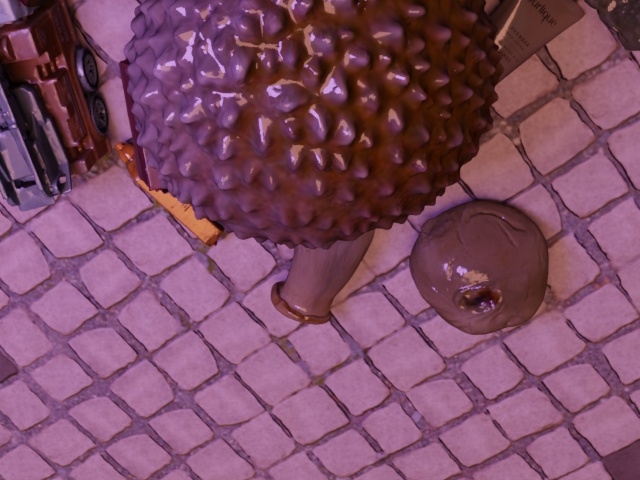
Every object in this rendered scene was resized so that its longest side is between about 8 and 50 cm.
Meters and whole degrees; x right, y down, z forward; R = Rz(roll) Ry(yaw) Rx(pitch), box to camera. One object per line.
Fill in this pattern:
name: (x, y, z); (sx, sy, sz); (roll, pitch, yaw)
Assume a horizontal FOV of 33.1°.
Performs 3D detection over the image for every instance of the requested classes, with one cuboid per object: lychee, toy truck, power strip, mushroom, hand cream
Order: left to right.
toy truck: (-0.351, -0.213, 1.190); (0.132, 0.184, 0.338); (-9, 117, 10)
power strip: (-0.186, -0.060, 1.337); (0.028, 0.049, 0.178); (-42, 108, 17)
lychee: (-0.008, -0.175, 1.057); (0.380, 0.432, 0.381); (-1, 76, 2)
mushroom: (0.010, -0.003, 1.327); (0.108, 0.096, 0.247); (-1, 125, -24)
hand cream: (0.202, -0.220, 1.219); (0.087, 0.054, 0.186); (41, 108, -20)

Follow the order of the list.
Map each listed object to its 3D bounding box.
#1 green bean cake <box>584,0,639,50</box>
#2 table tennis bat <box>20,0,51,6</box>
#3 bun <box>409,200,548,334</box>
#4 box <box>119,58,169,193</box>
green bean cake: (0.347, -0.315, 1.126); (0.183, 0.094, 0.185); (-40, 109, 22)
table tennis bat: (-0.150, -0.339, 1.027); (0.414, 0.268, 0.051); (-24, 106, 44)
bun: (0.197, 0.042, 1.322); (0.173, 0.113, 0.167); (-6, 118, 6)
box: (-0.188, -0.136, 1.240); (0.060, 0.111, 0.156); (-11, 104, -15)
